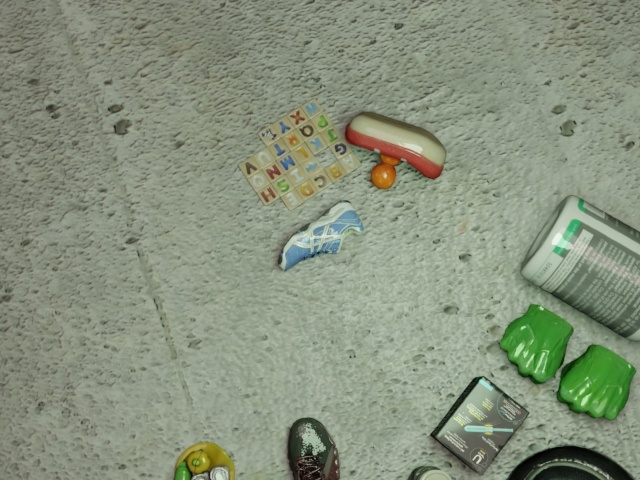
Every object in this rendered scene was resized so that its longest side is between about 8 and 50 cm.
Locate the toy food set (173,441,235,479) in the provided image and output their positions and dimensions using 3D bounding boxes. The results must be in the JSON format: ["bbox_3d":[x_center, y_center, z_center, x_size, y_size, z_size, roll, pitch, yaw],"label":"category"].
[{"bbox_3d":[-0.247,0.527,1.571,0.128,0.071,0.218,3,78,2],"label":"toy food set"}]

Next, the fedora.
[{"bbox_3d":[0.495,0.564,1.470,0.334,0.152,0.334,-4,77,18],"label":"fedora"}]

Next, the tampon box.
[{"bbox_3d":[0.324,0.377,1.573,0.120,0.101,0.161,39,82,10],"label":"tampon box"}]

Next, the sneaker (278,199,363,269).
[{"bbox_3d":[0.000,0.000,1.675,0.211,0.080,0.081,-37,76,-5],"label":"sneaker"}]

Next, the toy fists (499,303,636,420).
[{"bbox_3d":[0.507,0.263,1.599,0.279,0.096,0.142,35,71,10],"label":"toy fists"}]

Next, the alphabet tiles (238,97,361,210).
[{"bbox_3d":[-0.058,-0.188,1.754,0.237,0.009,0.198,-33,79,-6],"label":"alphabet tiles"}]

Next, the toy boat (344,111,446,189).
[{"bbox_3d":[0.158,-0.184,1.697,0.231,0.151,0.151,19,109,6],"label":"toy boat"}]

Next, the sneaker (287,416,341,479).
[{"bbox_3d":[-0.004,0.494,1.525,0.106,0.162,0.281,-12,78,-1],"label":"sneaker"}]

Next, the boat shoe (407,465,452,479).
[{"bbox_3d":[0.216,0.622,1.533,0.112,0.095,0.335,6,79,-15],"label":"boat shoe"}]

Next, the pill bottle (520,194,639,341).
[{"bbox_3d":[0.617,0.078,1.577,0.361,0.204,0.204,32,80,8],"label":"pill bottle"}]
